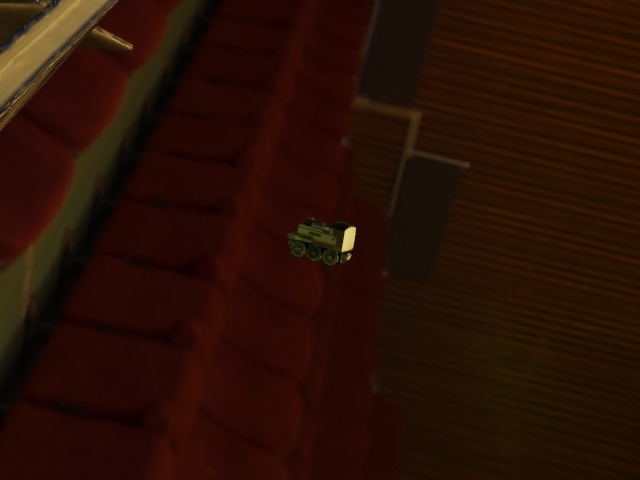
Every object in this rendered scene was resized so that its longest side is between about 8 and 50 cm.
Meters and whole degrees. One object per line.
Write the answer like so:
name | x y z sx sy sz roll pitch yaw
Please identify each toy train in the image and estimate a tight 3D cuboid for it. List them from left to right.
toy train | 0.000 0.000 1.621 0.033 0.083 0.053 -13 116 -61

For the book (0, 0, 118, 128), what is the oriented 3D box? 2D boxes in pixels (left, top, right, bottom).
book | -0.292 -0.009 0.862 0.300 0.039 0.428 -34 -164 42

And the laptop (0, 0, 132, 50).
laptop | -0.328 -0.204 1.247 0.187 0.269 0.015 17 79 -72
